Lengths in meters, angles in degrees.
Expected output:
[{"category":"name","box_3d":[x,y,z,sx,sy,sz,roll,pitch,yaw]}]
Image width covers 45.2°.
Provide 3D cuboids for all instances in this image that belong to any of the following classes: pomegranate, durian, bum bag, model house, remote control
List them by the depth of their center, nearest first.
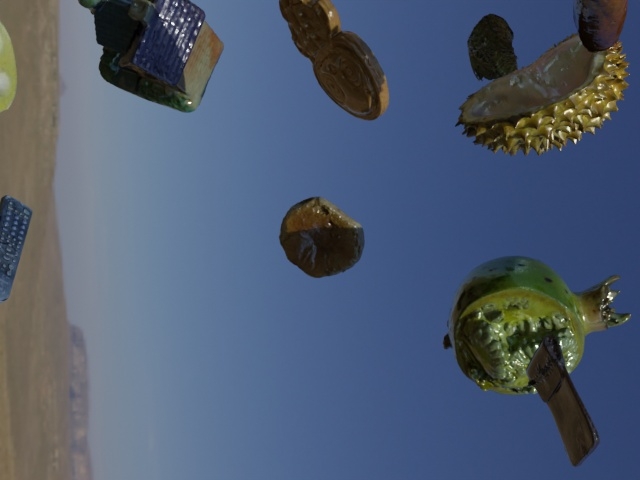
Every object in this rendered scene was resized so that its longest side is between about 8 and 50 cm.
[{"category":"remote control","box_3d":[-0.400,0.013,0.969,0.027,0.043,0.153,-27,-134,33]},{"category":"durian","box_3d":[0.307,-0.181,1.039,0.183,0.249,0.138,-110,174,-48]},{"category":"bum bag","box_3d":[0.326,0.219,1.047,0.109,0.026,0.159,92,-15,-54]},{"category":"pomegranate","box_3d":[0.391,0.148,1.414,0.260,0.340,0.261,-15,90,-84]},{"category":"model house","box_3d":[-0.431,-0.494,1.858,0.245,0.312,0.280,-65,166,-3]}]

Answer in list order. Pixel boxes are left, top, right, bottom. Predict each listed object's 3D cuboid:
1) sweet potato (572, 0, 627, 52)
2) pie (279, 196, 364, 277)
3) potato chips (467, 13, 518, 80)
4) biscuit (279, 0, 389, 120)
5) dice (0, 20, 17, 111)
[{"category":"sweet potato","box_3d":[0.295,-0.235,0.816,0.264,0.057,0.057,13,72,-72]},{"category":"pie","box_3d":[0.000,0.000,1.711,0.046,0.195,0.195,-66,165,-64]},{"category":"potato chips","box_3d":[0.391,-0.426,1.736,0.026,0.142,0.209,-55,-174,-22]},{"category":"biscuit","box_3d":[0.021,-0.343,1.413,0.289,0.044,0.202,53,-18,-10]},{"category":"dice","box_3d":[-0.601,-0.278,1.213,0.169,0.169,0.166,-44,134,-64]}]
